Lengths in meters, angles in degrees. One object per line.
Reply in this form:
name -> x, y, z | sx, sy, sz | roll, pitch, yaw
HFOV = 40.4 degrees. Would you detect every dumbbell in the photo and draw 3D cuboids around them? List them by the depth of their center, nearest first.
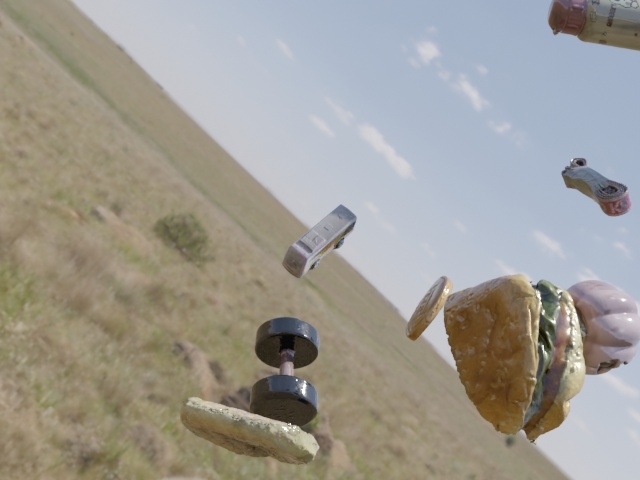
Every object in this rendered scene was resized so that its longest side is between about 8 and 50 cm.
dumbbell -> -0.079, 0.299, 1.974 | 0.152, 0.152, 0.218 | 44, 33, -37

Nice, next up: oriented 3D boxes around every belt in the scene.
belt -> 0.571, -0.114, 1.820 | 0.232, 0.071, 0.053 | -114, 179, -64

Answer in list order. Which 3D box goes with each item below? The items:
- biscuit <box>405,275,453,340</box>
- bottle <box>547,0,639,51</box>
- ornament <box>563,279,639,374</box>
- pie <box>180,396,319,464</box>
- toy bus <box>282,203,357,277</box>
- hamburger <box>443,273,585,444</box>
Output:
biscuit -> 0.262, 0.157, 2.095 | 0.029, 0.221, 0.142 | 40, -40, -4
bottle -> 0.601, -0.469, 1.844 | 0.233, 0.110, 0.110 | 10, -2, 1
ornament -> 0.503, 0.163, 1.623 | 0.177, 0.177, 0.177 | 43, -1, 1
pie -> -0.118, 0.274, 1.274 | 0.218, 0.052, 0.185 | 0, -30, 42
toy bus -> 0.000, 0.000, 1.692 | 0.057, 0.172, 0.072 | 39, -36, 15
hamburger -> 0.350, 0.162, 1.530 | 0.162, 0.209, 0.330 | 27, 30, -29
